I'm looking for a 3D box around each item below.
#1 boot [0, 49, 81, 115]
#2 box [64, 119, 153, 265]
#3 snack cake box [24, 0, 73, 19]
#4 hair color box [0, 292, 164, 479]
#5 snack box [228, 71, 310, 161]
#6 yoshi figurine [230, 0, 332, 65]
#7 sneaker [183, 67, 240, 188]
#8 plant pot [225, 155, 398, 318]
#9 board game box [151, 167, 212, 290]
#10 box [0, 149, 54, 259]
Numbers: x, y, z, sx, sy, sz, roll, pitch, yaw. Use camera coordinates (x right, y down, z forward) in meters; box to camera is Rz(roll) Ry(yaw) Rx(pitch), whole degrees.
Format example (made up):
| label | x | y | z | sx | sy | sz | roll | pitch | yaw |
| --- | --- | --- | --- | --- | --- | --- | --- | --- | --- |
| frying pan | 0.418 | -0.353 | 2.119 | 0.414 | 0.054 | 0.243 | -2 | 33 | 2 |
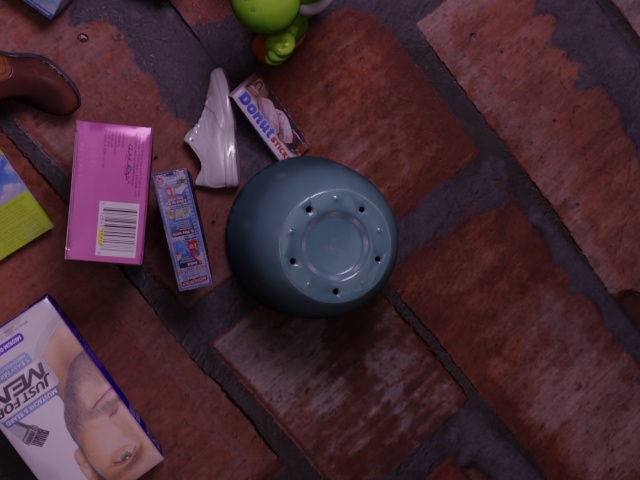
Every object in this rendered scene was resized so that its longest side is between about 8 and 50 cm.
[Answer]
| label | x | y | z | sx | sy | sz | roll | pitch | yaw |
| --- | --- | --- | --- | --- | --- | --- | --- | --- | --- |
| boot | -0.528 | -0.210 | 1.443 | 0.264 | 0.280 | 0.096 | 35 | 127 | -24 |
| box | -0.337 | -0.069 | 1.500 | 0.117 | 0.243 | 0.213 | 5 | 88 | -11 |
| snack cake box | -0.504 | -0.509 | 1.510 | 0.264 | 0.152 | 0.089 | 35 | 39 | -9 |
| hair color box | -0.434 | 0.278 | 1.546 | 0.185 | 0.110 | 0.338 | -36 | 98 | -11 |
| snack box | -0.088 | -0.210 | 1.629 | 0.064 | 0.022 | 0.178 | -45 | 126 | -10 |
| yoshi figurine | -0.084 | -0.390 | 1.499 | 0.204 | 0.362 | 0.202 | 23 | 85 | -12 |
| sneaker | -0.195 | -0.197 | 1.624 | 0.094 | 0.080 | 0.212 | -4 | 90 | 3 |
| plant pot | 0.000 | 0.000 | 1.559 | 0.293 | 0.235 | 0.292 | -1 | 94 | -13 |
| board game box | -0.228 | -0.017 | 1.552 | 0.060 | 0.194 | 0.194 | -12 | 92 | -5 |
| box | -0.534 | -0.066 | 1.521 | 0.109 | 0.042 | 0.178 | -34 | 125 | -11 |
